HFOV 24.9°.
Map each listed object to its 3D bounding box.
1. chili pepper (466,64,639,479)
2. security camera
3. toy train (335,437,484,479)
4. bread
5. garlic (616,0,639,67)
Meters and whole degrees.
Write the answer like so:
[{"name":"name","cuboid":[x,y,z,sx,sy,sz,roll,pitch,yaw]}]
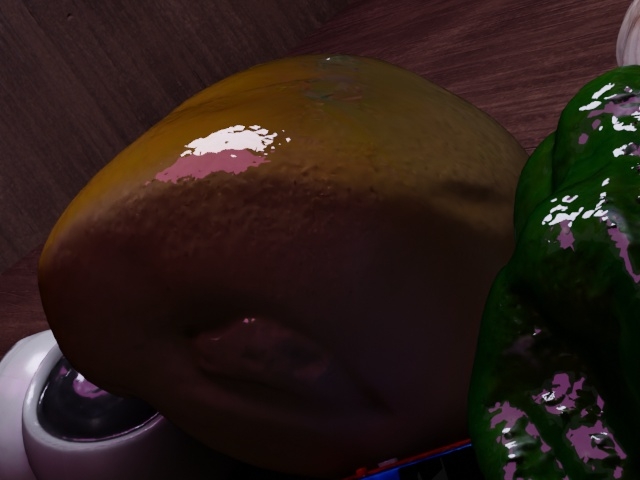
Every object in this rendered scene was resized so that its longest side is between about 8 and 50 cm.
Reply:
[{"name":"chili pepper","cuboid":[0.159,0.070,0.712,0.167,0.213,0.385,8,44,3]},{"name":"security camera","cuboid":[-0.167,0.160,1.237,0.236,0.194,0.194,-9,28,46]},{"name":"toy train","cuboid":[0.070,0.164,0.857,0.204,0.082,0.131,-24,-8,32]},{"name":"bread","cuboid":[0.000,0.000,1.064,0.348,0.253,0.376,14,21,13]},{"name":"garlic","cuboid":[0.337,-0.232,1.304,0.199,0.226,0.199,-26,16,8]}]
